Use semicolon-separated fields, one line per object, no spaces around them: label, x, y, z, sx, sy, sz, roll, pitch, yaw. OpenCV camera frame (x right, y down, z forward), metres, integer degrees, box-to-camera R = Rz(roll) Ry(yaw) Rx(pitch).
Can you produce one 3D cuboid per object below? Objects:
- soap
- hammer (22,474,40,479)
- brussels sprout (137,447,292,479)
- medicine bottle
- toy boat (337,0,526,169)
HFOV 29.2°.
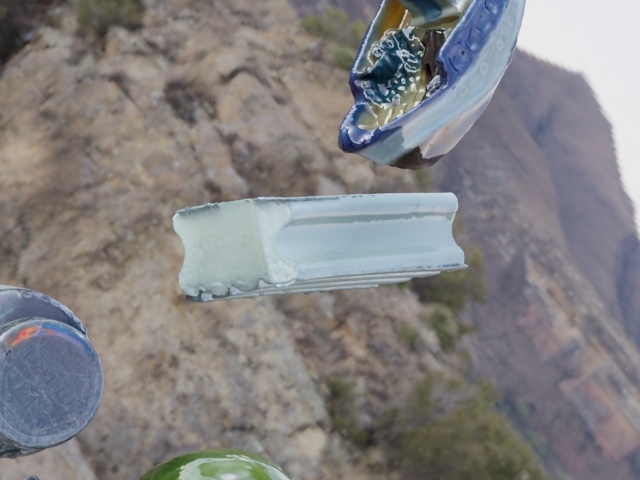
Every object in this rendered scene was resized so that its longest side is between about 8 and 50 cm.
soap;0.000;0.000;1.166;0.261;0.150;0.094;-2;82;-46
hammer;-0.186;0.205;0.672;0.065;0.178;0.021;47;20;15
brussels sprout;-0.096;0.291;1.065;0.244;0.244;0.244;50;7;-9
medicine bottle;-0.282;0.108;1.057;0.141;0.141;0.293;48;-20;-21
toy boat;0.073;-0.168;0.898;0.115;0.262;0.114;32;-25;-35
